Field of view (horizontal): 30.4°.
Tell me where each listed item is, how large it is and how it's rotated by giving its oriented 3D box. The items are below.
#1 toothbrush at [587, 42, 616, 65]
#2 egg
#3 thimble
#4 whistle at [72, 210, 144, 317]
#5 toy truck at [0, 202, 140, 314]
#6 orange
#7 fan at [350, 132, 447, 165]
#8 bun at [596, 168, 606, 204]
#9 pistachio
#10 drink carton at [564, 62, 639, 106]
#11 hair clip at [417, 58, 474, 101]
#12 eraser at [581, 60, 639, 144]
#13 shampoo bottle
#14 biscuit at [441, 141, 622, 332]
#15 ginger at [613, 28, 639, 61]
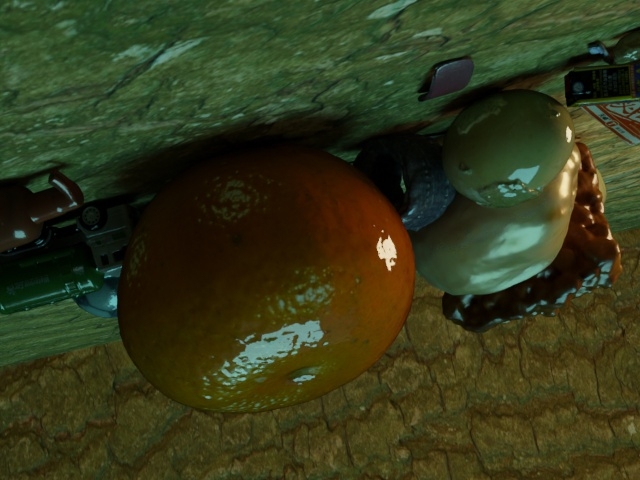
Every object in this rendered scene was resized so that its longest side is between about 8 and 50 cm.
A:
[{"bbox_3d":[0.391,-0.246,1.606,0.019,0.013,0.193,-11,174,23],"label":"toothbrush"},{"bbox_3d":[0.264,-0.130,1.659,0.202,0.164,0.164,-28,165,37],"label":"egg"},{"bbox_3d":[0.124,-0.087,1.763,0.098,0.150,0.150,-7,169,-40],"label":"thimble"},{"bbox_3d":[-0.299,0.039,1.869,0.290,0.163,0.163,-14,172,-5],"label":"whistle"},{"bbox_3d":[-0.378,0.026,1.740,0.243,0.124,0.101,-16,171,4],"label":"toy truck"},{"bbox_3d":[-0.081,0.052,1.645,0.424,0.326,0.424,-16,155,-8],"label":"orange"},{"bbox_3d":[0.085,-0.124,1.905,0.415,0.012,0.233,-12,171,-23],"label":"fan"},{"bbox_3d":[0.387,-0.078,2.183,0.287,0.146,0.287,-27,-164,8],"label":"bun"},{"bbox_3d":[0.278,-0.051,1.857,0.321,0.238,0.229,-47,176,28],"label":"pistachio"},{"bbox_3d":[0.418,-0.214,1.595,0.166,0.056,0.071,-4,180,3],"label":"drink carton"},{"bbox_3d":[0.159,-0.199,1.497,0.054,0.022,0.137,-16,172,-9],"label":"hair clip"},{"bbox_3d":[0.514,-0.219,1.725,0.230,0.038,0.157,-20,146,39],"label":"eraser"},{"bbox_3d":[-0.413,-0.025,1.492,0.244,0.085,0.085,-19,171,17],"label":"shampoo bottle"},{"bbox_3d":[0.337,-0.019,2.002,0.318,0.312,0.110,-22,159,28],"label":"biscuit"},{"bbox_3d":[0.467,-0.262,1.529,0.174,0.051,0.069,-4,180,-17],"label":"ginger"}]
